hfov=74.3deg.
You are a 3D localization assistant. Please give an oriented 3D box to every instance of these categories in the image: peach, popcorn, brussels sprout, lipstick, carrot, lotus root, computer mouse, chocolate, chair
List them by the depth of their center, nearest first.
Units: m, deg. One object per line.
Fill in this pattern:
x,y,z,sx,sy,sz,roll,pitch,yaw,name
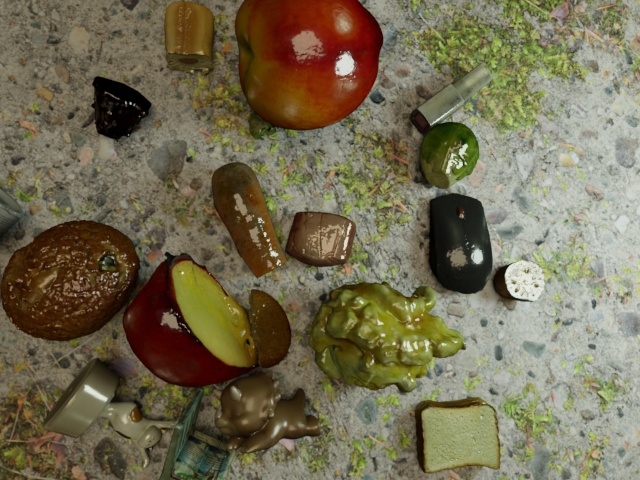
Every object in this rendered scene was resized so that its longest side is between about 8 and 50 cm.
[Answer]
-0.276,0.503,0.973,0.147,0.136,0.270,24,109,-2,chair
-0.314,0.223,1.018,0.201,0.257,0.361,-34,115,16,peach
0.142,0.239,1.032,0.336,0.279,0.274,23,36,-13,popcorn
-0.023,-0.461,1.061,0.389,0.388,0.387,1,83,-6,peach
-0.189,-0.056,1.105,0.139,0.139,0.301,-27,87,-9,carrot
-0.543,-0.333,1.112,0.156,0.156,0.133,33,109,-2,chocolate
-0.158,-0.325,1.178,0.085,0.058,0.085,1,88,-23,brussels sprout
0.394,0.003,1.183,0.169,0.087,0.295,-1,81,-3,computer mouse
0.356,-0.242,1.185,0.180,0.144,0.161,-50,126,-21,brussels sprout
0.558,0.114,1.192,0.122,0.081,0.112,11,81,-4,lotus root
0.384,-0.415,1.235,0.253,0.079,0.077,-37,89,-8,lipstick

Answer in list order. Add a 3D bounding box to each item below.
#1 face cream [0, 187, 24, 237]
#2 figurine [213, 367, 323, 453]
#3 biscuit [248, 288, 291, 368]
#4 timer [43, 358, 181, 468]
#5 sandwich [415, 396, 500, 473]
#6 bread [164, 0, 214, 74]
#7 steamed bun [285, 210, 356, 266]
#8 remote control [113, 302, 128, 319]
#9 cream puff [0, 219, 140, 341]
-0.840,-0.069,1.008,0.177,0.177,0.153,44,80,0,face cream
-0.132,0.395,1.017,0.247,0.177,0.172,-3,76,-19,figurine
-0.128,0.228,1.089,0.126,0.025,0.206,18,50,-43,biscuit
-0.487,0.428,1.023,0.266,0.175,0.175,40,80,-19,timer
0.364,0.521,1.131,0.215,0.065,0.186,-3,83,-6,sandwich
-0.360,-0.559,1.166,0.134,0.085,0.173,3,84,-3,bread
0.000,0.000,1.134,0.175,0.106,0.144,11,82,5,steamed bun
-0.529,0.143,1.091,0.075,0.032,0.122,3,82,-6,remote control
-0.583,0.083,0.965,0.303,0.212,0.302,-14,57,23,cream puff
